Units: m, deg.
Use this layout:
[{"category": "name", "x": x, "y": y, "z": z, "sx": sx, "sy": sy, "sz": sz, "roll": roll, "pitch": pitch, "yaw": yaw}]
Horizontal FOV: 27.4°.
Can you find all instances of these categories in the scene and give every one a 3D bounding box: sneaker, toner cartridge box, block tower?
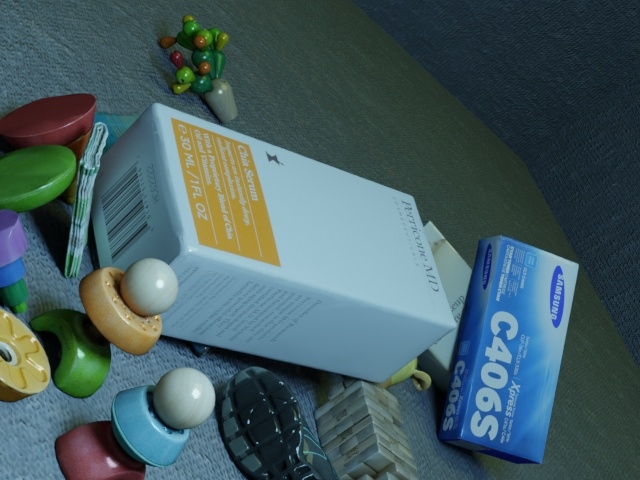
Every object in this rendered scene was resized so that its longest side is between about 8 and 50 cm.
[{"category": "sneaker", "x": -0.037, "y": 0.275, "z": 1.563, "sx": 0.267, "sy": 0.101, "sz": 0.106, "roll": 60, "pitch": -2, "yaw": 25}, {"category": "toner cartridge box", "x": 0.314, "y": 0.182, "z": 2.175, "sx": 0.165, "sy": 0.075, "sz": 0.348, "roll": 19, "pitch": 74, "yaw": -23}, {"category": "block tower", "x": 0.076, "y": 0.327, "z": 1.700, "sx": 0.097, "sy": 0.091, "sz": 0.335, "roll": 39, "pitch": 23, "yaw": -33}]

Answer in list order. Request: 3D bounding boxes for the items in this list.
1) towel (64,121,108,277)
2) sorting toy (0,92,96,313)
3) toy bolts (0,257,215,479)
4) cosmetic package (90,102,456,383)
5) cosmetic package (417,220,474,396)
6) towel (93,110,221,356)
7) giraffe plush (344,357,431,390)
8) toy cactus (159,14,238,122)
[{"category": "towel", "x": -0.266, "y": -0.046, "z": 1.501, "sx": 0.023, "sy": 0.152, "sz": 0.113, "roll": 11, "pitch": 29, "yaw": -5}, {"category": "sorting toy", "x": -0.316, "y": -0.038, "z": 1.471, "sx": 0.366, "sy": 0.127, "sz": 0.126, "roll": -87, "pitch": 166, "yaw": -60}, {"category": "toy bolts", "x": -0.210, "y": 0.120, "z": 1.282, "sx": 0.229, "sy": 0.158, "sz": 0.218, "roll": 60, "pitch": 19, "yaw": 22}, {"category": "cosmetic package", "x": -0.057, "y": 0.016, "z": 1.668, "sx": 0.453, "sy": 0.161, "sz": 0.230, "roll": 17, "pitch": 45, "yaw": -41}, {"category": "cosmetic package", "x": 0.213, "y": 0.133, "z": 2.247, "sx": 0.309, "sy": 0.160, "sz": 0.113, "roll": 48, "pitch": -18, "yaw": -12}, {"category": "towel", "x": -0.199, "y": -0.016, "z": 1.768, "sx": 0.370, "sy": 0.040, "sz": 0.271, "roll": 58, "pitch": 20, "yaw": 10}, {"category": "giraffe plush", "x": 0.080, "y": 0.156, "z": 1.958, "sx": 0.181, "sy": 0.210, "sz": 0.171, "roll": -113, "pitch": -174, "yaw": -46}, {"category": "toy cactus", "x": -0.199, "y": -0.281, "z": 2.205, "sx": 0.219, "sy": 0.112, "sz": 0.181, "roll": -88, "pitch": 155, "yaw": -67}]
